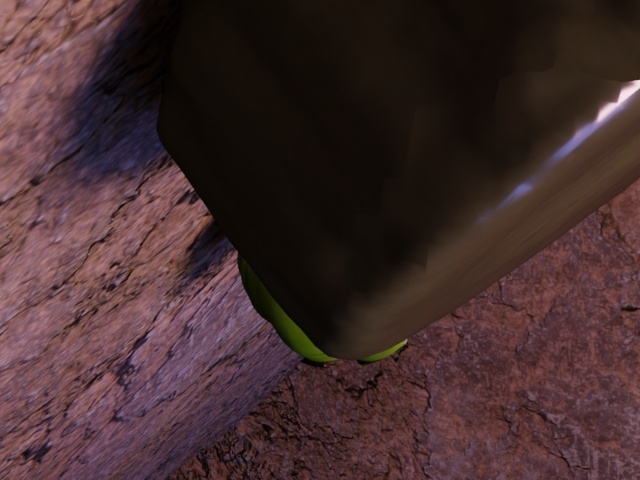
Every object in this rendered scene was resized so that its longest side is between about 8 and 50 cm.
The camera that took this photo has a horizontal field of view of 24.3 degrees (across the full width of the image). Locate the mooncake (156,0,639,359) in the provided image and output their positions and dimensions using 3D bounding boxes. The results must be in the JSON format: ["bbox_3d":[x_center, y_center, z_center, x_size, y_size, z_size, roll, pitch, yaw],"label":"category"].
[{"bbox_3d":[0.092,-0.108,0.762,0.356,0.194,0.356,-37,172,-6],"label":"mooncake"}]

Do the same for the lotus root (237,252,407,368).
[{"bbox_3d":[0.000,0.000,1.208,0.186,0.186,0.186,-42,173,-6],"label":"lotus root"}]
